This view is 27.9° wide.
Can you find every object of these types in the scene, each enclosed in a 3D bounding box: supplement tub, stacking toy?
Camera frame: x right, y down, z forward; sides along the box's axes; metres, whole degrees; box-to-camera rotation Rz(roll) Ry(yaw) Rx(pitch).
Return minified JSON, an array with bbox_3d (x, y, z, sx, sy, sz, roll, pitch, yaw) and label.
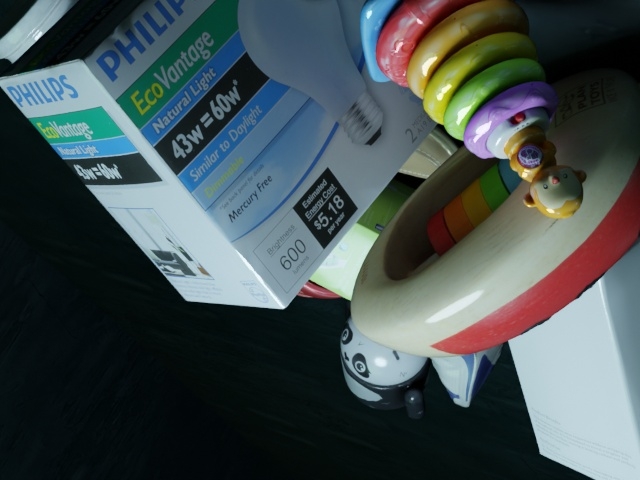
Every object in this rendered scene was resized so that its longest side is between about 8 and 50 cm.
[{"bbox_3d":[-0.328,-0.262,1.895,0.272,0.191,0.191,40,158,-24],"label":"supplement tub"},{"bbox_3d":[0.177,-0.145,1.317,0.301,0.175,0.165,62,174,25],"label":"stacking toy"}]

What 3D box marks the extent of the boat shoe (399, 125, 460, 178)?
[{"bbox_3d":[0.036,-0.136,1.801,0.341,0.110,0.121,19,157,28],"label":"boat shoe"}]

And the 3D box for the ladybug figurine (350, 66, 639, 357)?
[{"bbox_3d":[0.225,-0.015,1.470,0.162,0.305,0.449,39,124,-18],"label":"ladybug figurine"}]

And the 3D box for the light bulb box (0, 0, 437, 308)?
[{"bbox_3d":[-0.103,-0.171,1.490,0.225,0.358,0.361,0,135,53],"label":"light bulb box"}]

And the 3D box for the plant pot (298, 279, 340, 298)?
[{"bbox_3d":[0.000,0.000,2.078,0.191,0.191,0.174,35,168,-11],"label":"plant pot"}]

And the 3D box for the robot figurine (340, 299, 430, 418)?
[{"bbox_3d":[0.121,0.221,2.435,0.209,0.173,0.278,18,158,11],"label":"robot figurine"}]

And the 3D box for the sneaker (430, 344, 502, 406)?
[{"bbox_3d":[0.207,0.144,2.240,0.182,0.127,0.315,24,153,27],"label":"sneaker"}]

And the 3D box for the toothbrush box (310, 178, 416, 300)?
[{"bbox_3d":[0.073,-0.006,1.871,0.283,0.206,0.122,28,117,-3],"label":"toothbrush box"}]

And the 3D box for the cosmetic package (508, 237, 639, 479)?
[{"bbox_3d":[0.370,0.133,1.697,0.217,0.156,0.384,21,136,49],"label":"cosmetic package"}]
